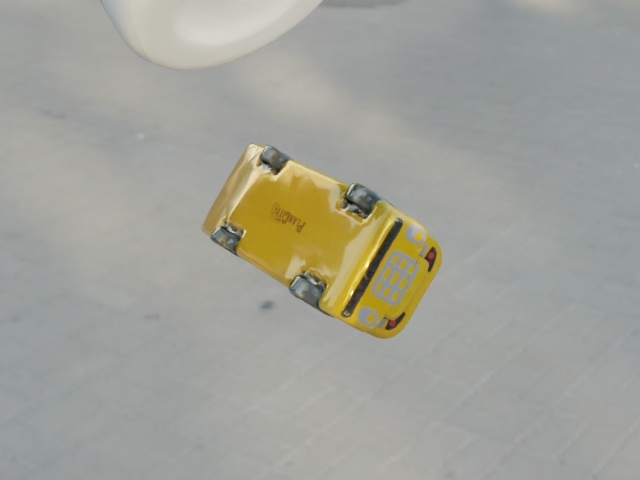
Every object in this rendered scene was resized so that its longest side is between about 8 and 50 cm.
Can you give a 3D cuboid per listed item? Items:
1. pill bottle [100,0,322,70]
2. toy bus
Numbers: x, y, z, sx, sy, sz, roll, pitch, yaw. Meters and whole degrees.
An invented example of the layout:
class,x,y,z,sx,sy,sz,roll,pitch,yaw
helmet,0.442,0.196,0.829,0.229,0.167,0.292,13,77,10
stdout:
class,x,y,z,sx,sy,sz,roll,pitch,yaw
pill bottle,-0.160,-0.377,1.243,0.229,0.229,0.408,-15,65,-34
toy bus,0.000,0.000,1.251,0.130,0.108,0.332,32,-2,-30
